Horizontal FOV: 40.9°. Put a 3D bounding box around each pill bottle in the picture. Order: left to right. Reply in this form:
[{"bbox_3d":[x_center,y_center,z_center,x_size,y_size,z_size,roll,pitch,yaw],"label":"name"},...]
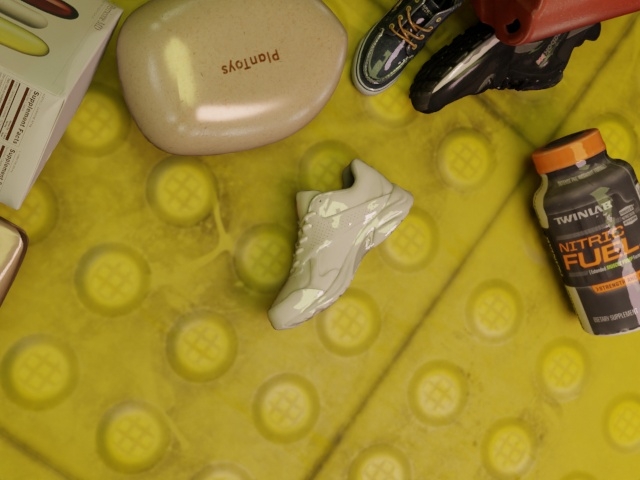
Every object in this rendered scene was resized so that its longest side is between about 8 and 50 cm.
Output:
[{"bbox_3d":[0.350,-0.014,1.081,0.130,0.130,0.245,-26,97,-15],"label":"pill bottle"}]

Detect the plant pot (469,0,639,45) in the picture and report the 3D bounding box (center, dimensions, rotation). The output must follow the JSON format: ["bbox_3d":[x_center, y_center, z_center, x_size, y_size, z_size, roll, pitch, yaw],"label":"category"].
[{"bbox_3d":[0.294,-0.349,0.916,0.265,0.272,0.272,-22,97,-6],"label":"plant pot"}]

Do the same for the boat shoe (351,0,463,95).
[{"bbox_3d":[0.106,-0.257,1.028,0.065,0.083,0.183,37,81,-14],"label":"boat shoe"}]

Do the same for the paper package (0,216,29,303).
[{"bbox_3d":[-0.485,0.065,0.813,0.309,0.168,0.325,30,83,-15],"label":"paper package"}]

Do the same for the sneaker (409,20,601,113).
[{"bbox_3d":[0.243,-0.224,1.063,0.283,0.107,0.124,-40,107,-13],"label":"sneaker"}]

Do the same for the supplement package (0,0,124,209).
[{"bbox_3d":[-0.330,-0.176,0.820,0.203,0.194,0.149,27,127,-15],"label":"supplement package"}]

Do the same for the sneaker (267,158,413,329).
[{"bbox_3d":[0.000,0.000,1.008,0.115,0.090,0.232,42,70,-6],"label":"sneaker"}]

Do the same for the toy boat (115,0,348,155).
[{"bbox_3d":[-0.108,-0.257,0.943,0.267,0.148,0.318,-16,100,-26],"label":"toy boat"}]
